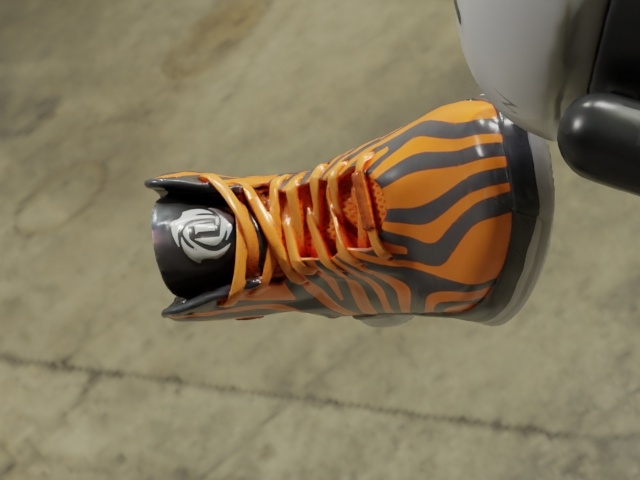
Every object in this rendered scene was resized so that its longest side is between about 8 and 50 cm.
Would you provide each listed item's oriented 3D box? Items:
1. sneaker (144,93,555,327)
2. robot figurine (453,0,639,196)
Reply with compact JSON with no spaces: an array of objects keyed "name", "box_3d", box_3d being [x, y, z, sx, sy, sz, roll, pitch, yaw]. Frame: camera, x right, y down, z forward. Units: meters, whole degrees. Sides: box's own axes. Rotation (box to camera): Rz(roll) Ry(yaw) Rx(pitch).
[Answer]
[{"name":"sneaker","box_3d":[0.000,0.000,0.955,0.180,0.125,0.321,-2,-13,-20]},{"name":"robot figurine","box_3d":[0.196,-0.102,0.718,0.278,0.173,0.209,18,13,14]}]
